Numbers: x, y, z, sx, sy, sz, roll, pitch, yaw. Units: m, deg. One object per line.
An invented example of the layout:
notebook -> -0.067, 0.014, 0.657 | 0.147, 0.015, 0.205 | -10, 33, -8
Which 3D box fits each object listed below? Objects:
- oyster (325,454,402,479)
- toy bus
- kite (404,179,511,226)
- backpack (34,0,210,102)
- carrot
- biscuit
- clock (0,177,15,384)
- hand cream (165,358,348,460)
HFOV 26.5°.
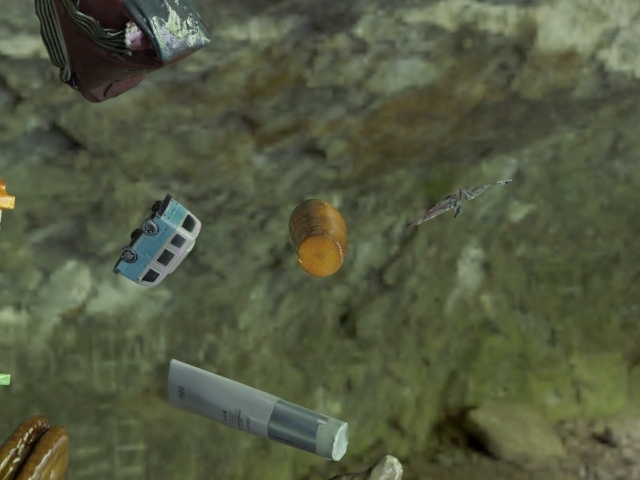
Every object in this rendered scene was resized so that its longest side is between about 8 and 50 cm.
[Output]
oyster -> -0.059, 0.407, 1.537 | 0.396, 0.111, 0.204 | -50, 12, -26
toy bus -> -0.216, 0.007, 1.807 | 0.123, 0.075, 0.060 | -49, 11, 31
kite -> 0.157, -0.043, 1.567 | 0.139, 0.011, 0.157 | -23, -11, 2
backpack -> -0.318, -0.378, 1.973 | 0.197, 0.317, 0.283 | -30, 9, -37
carrot -> 0.000, 0.000, 1.895 | 0.087, 0.087, 0.193 | -3, 19, -6
biscuit -> -0.352, 0.309, 1.567 | 0.066, 0.220, 0.220 | 21, 0, 6
clock -> -0.388, 0.009, 1.306 | 0.106, 0.255, 0.219 | 9, -9, -40
hand cream -> -0.085, 0.215, 1.695 | 0.255, 0.079, 0.048 | 17, 34, 25
